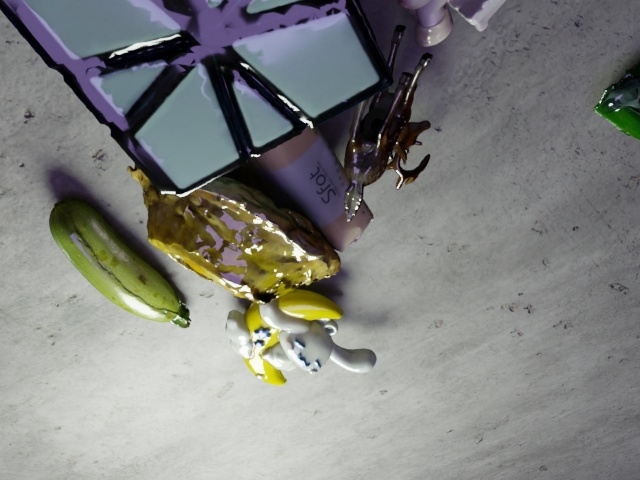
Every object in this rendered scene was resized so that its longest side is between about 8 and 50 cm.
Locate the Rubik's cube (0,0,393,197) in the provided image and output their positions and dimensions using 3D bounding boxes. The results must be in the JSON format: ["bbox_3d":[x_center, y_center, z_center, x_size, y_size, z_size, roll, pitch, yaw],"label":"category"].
[{"bbox_3d":[-0.120,-0.268,0.639,0.288,0.283,0.293,-23,123,14],"label":"Rubik's cube"}]

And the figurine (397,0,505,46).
[{"bbox_3d":[0.101,-0.338,0.648,0.144,0.182,0.256,-26,146,33],"label":"figurine"}]

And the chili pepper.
[{"bbox_3d":[0.501,-0.190,0.876,0.216,0.062,0.108,27,122,-25],"label":"chili pepper"}]

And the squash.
[{"bbox_3d":[-0.338,0.065,1.016,0.094,0.094,0.341,-25,126,16],"label":"squash"}]

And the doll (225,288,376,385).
[{"bbox_3d":[-0.048,0.188,1.116,0.237,0.111,0.252,-25,117,15],"label":"doll"}]

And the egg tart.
[{"bbox_3d":[-0.135,-0.005,0.838,0.341,0.341,0.129,37,77,-27],"label":"egg tart"}]

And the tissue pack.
[{"bbox_3d":[-0.041,-0.094,0.852,0.090,0.186,0.222,-45,125,-16],"label":"tissue pack"}]

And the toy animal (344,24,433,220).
[{"bbox_3d":[0.083,-0.142,0.780,0.087,0.243,0.260,31,143,18],"label":"toy animal"}]
